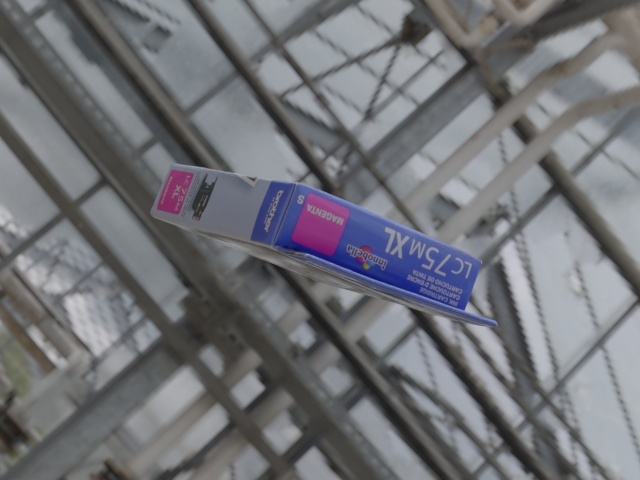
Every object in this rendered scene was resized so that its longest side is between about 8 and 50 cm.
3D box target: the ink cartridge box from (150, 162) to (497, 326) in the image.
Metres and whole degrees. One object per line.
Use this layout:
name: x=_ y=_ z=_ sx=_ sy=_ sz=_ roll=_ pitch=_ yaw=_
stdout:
ink cartridge box: x=0.000 y=0.000 z=1.180 sx=0.186 sy=0.065 sz=0.311 roll=22 pitch=-2 yaw=-27
